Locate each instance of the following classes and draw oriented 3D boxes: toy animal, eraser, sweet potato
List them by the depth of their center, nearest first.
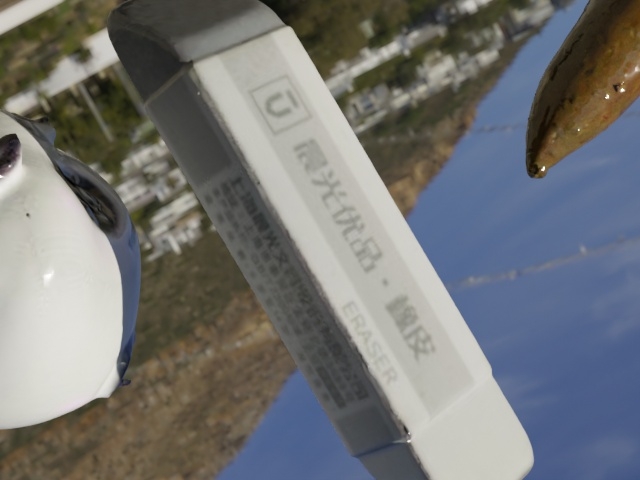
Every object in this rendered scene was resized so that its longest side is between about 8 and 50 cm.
[{"bbox_3d":[0.000,0.000,0.729,0.089,0.351,0.061,-31,-179,-39],"label":"eraser"},{"bbox_3d":[-0.257,0.026,0.769,0.310,0.250,0.251,1,170,-45],"label":"toy animal"},{"bbox_3d":[0.218,-0.202,0.824,0.079,0.346,0.108,23,-164,38],"label":"sweet potato"}]
